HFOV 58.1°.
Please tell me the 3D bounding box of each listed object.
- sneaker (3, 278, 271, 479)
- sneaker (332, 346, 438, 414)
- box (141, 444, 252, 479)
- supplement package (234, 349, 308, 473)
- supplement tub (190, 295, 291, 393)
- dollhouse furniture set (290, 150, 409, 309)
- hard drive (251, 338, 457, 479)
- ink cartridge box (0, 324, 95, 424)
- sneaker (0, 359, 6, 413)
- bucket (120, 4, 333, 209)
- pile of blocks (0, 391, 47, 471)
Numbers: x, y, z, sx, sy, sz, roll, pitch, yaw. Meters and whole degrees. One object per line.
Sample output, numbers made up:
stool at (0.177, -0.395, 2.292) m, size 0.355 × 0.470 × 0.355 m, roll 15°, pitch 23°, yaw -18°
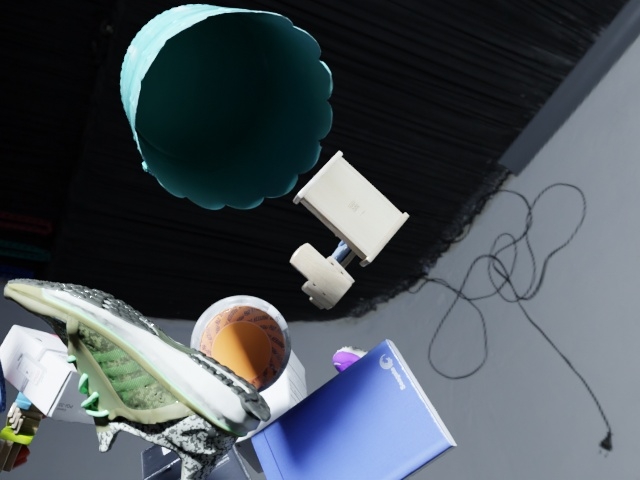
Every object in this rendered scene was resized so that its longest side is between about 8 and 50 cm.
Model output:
sneaker at (-0.280, 0.196, 0.790) m, size 0.182 × 0.410 × 0.158 m, roll -58°, pitch -3°, yaw -9°
sneaker at (0.107, 0.354, 1.281) m, size 0.293 × 0.146 × 0.102 m, roll 29°, pitch 150°, yaw 40°
box at (-0.223, 0.541, 1.180) m, size 0.294 × 0.182 × 0.296 m, roll 61°, pitch 160°, yaw 0°
supplement package at (-0.139, 0.455, 1.604) m, size 0.177 × 0.175 × 0.293 m, roll -21°, pitch 37°, yaw 8°
supplement tub at (-0.164, 0.208, 1.172) m, size 0.316 × 0.193 × 0.194 m, roll 152°, pitch 127°, yaw -78°
dollhouse furniture set at (0.000, 0.000, 1.275) m, size 0.286 × 0.198 × 0.303 m, roll -48°, pitch 2°, yaw -21°
hard drive at (0.045, 0.349, 1.001) m, size 0.318 × 0.040 × 0.210 m, roll -38°, pitch 56°, yaw 9°
ink cartridge box at (-0.623, 0.329, 1.405) m, size 0.283 × 0.207 × 0.117 m, roll 20°, pitch 80°, yaw 35°
sneaker at (-0.594, 0.190, 0.965) m, size 0.232 × 0.090 × 0.081 m, roll 66°, pitch 153°, yaw 18°
bucket at (-0.140, -0.194, 0.810) m, size 0.183 × 0.281 × 0.281 m, roll 43°, pitch 118°, yaw 51°
pile of blocks at (-0.835, 0.501, 1.677) m, size 0.149 × 0.112 × 0.362 m, roll -50°, pitch 25°, yaw 47°
